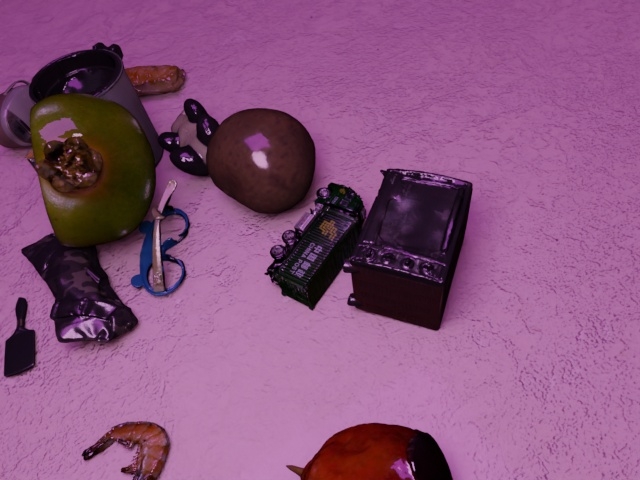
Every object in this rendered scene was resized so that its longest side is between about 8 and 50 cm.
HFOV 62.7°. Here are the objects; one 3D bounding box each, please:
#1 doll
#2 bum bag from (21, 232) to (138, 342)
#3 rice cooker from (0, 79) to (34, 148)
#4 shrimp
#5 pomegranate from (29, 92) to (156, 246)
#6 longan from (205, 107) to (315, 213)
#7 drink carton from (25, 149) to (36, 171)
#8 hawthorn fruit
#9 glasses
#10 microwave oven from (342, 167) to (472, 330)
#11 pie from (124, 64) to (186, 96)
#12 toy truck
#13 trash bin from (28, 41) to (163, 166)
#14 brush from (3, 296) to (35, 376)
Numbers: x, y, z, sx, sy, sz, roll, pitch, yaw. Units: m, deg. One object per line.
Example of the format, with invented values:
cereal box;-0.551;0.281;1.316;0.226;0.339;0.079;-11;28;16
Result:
doll;-0.302;-0.247;1.287;0.143;0.135;0.234;-47;53;6
bum bag;-0.505;0.091;1.087;0.144;0.095;0.340;-22;53;-29
rice cooker;-0.832;-0.344;1.455;0.127;0.145;0.206;-14;48;13
shrimp;-0.339;0.388;0.863;0.148;0.035;0.195;7;47;12
pomegranate;-0.438;-0.143;1.045;0.216;0.309;0.359;-8;6;-21
longan;-0.130;-0.178;1.152;0.246;0.215;0.245;-12;44;12
drink carton;-0.705;-0.271;1.417;0.084;0.074;0.199;4;53;13
hawthorn fruit;0.059;0.345;0.732;0.252;0.189;0.189;4;54;19
glasses;-0.317;-0.016;1.106;0.102;0.207;0.238;14;50;-24
microwave oven;0.166;0.006;0.968;0.178;0.188;0.247;12;56;19
pie;-0.541;-0.469;1.545;0.283;0.068;0.128;-4;51;13
toy truck;0.000;0.000;1.070;0.121;0.088;0.259;23;61;27
trash bin;-0.534;-0.292;1.281;0.218;0.262;0.277;16;58;21
brush;-0.617;0.191;1.082;0.063;0.016;0.193;-20;52;-6
